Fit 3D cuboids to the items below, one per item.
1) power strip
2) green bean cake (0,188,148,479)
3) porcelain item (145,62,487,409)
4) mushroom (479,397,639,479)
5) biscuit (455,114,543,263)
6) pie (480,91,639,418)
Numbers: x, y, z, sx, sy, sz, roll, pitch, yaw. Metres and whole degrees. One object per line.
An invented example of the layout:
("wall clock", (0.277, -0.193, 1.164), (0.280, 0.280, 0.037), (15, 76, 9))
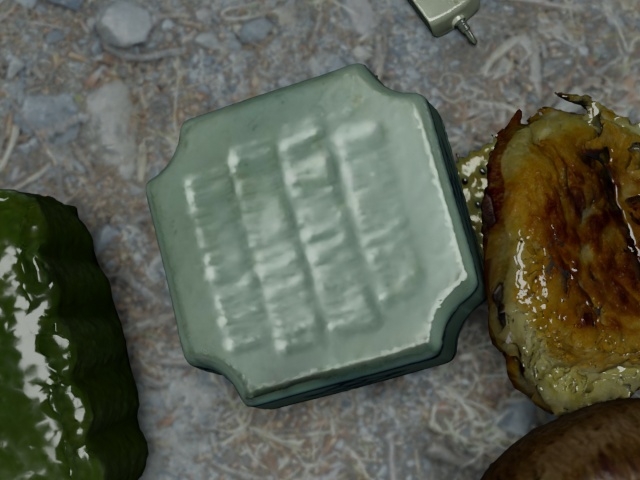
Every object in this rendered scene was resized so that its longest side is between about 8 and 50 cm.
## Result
("power strip", (0.089, -0.305, 1.181), (0.060, 0.027, 0.253), (-34, 78, -3))
("green bean cake", (-0.347, 0.132, 1.044), (0.335, 0.218, 0.319), (-10, 86, 8))
("porcelain item", (0.000, 0.000, 1.050), (0.281, 0.157, 0.286), (-18, 79, 11))
("mushroom", (0.276, 0.324, 0.897), (0.334, 0.331, 0.356), (-3, 36, -20))
("biscuit", (0.165, -0.025, 1.124), (0.231, 0.016, 0.139), (-29, 78, -1))
("pie", (0.263, 0.006, 1.025), (0.308, 0.085, 0.308), (7, 72, -23))
